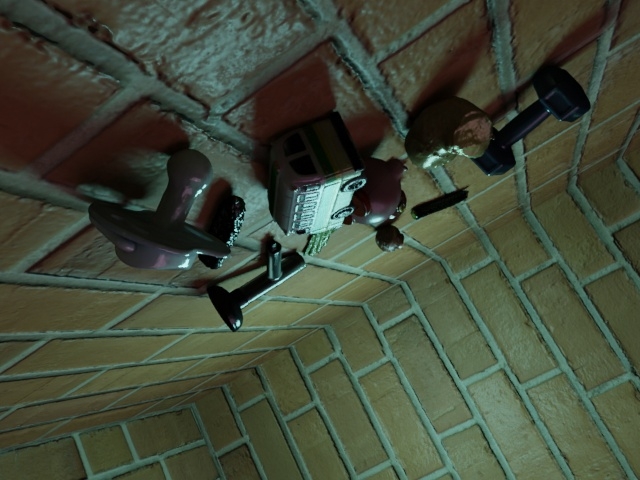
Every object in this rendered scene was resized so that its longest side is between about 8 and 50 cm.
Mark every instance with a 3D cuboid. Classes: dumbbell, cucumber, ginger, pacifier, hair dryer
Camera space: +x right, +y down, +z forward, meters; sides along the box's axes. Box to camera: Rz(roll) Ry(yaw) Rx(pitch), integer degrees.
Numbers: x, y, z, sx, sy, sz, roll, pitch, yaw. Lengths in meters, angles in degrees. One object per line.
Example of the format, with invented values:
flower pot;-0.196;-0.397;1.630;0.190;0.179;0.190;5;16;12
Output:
dumbbell;0.545;-0.312;1.520;0.156;0.144;0.316;-9;155;-45
cucumber;-0.223;-0.023;1.327;0.072;0.072;0.300;-16;160;-32
cucumber;0.439;-0.131;2.073;0.256;0.043;0.044;-22;167;-21
ginger;0.287;-0.246;1.331;0.138;0.152;0.267;-18;180;-22
pacifier;-0.270;-0.061;1.020;0.226;0.238;0.287;-62;156;5
hair dryer;-0.207;0.094;1.731;0.320;0.156;0.284;-37;145;-11

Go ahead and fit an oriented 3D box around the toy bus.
toy bus;-0.022;-0.119;1.231;0.179;0.143;0.305;-20;163;-14

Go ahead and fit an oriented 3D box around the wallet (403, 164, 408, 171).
wallet;0.147;-0.155;1.594;0.196;0.020;0.103;-36;160;27

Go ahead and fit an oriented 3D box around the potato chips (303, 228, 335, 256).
potato chips;0.000;0.001;1.813;0.092;0.028;0.207;-19;160;-21

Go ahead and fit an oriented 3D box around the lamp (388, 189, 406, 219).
lamp;0.213;-0.113;1.703;0.101;0.090;0.101;-24;127;-37

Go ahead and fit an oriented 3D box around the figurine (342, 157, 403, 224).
figurine;0.118;-0.124;1.393;0.173;0.173;0.173;-25;163;-8

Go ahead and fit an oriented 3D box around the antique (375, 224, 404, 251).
antique;0.245;-0.008;2.050;0.104;0.104;0.104;-25;163;-8
